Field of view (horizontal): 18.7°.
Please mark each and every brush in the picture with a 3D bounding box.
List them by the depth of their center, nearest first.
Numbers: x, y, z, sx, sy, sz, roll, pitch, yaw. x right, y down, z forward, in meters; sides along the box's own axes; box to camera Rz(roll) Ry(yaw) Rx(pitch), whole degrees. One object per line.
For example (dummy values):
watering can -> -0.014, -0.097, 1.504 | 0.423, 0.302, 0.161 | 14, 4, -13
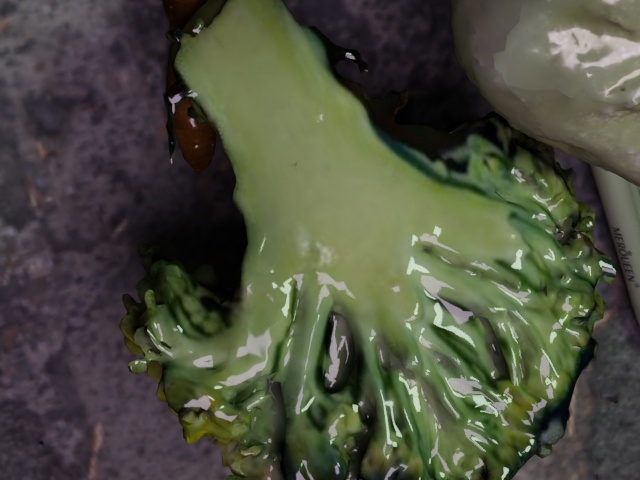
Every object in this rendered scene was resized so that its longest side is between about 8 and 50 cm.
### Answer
brush -> 0.153, -0.055, 1.047 | 0.039, 0.042, 0.299 | -27, 123, -5

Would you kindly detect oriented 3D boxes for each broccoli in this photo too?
broccoli -> 0.004, 0.011, 0.977 | 0.242, 0.180, 0.273 | -36, 88, -13

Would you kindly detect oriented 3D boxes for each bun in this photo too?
bun -> 0.164, -0.139, 0.910 | 0.231, 0.133, 0.231 | 4, 84, -46

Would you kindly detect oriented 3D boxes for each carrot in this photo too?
carrot -> -0.062, -0.108, 0.949 | 0.036, 0.035, 0.165 | -10, 120, -13
